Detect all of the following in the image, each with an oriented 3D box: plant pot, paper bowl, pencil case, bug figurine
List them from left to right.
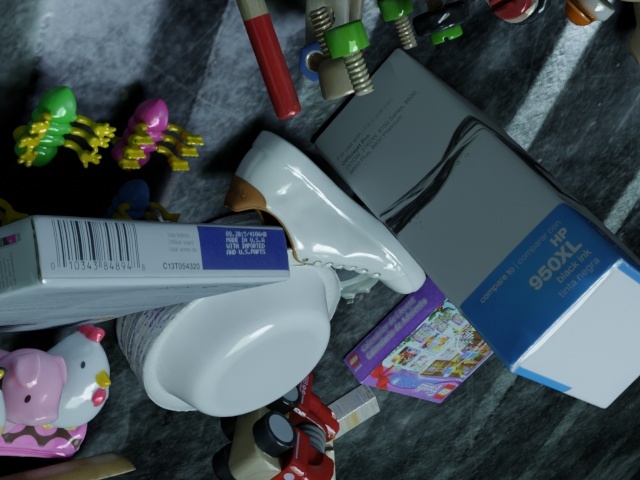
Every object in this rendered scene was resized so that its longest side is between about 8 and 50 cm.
[{"bbox_3d":[-0.371,0.217,1.278,0.095,0.098,0.209,-47,147,17],"label":"pencil case"},{"bbox_3d":[-0.358,0.308,1.379,0.236,0.032,0.236,-12,172,-2],"label":"plant pot"},{"bbox_3d":[-0.246,-0.062,1.062,0.279,0.072,0.216,0,138,-50],"label":"bug figurine"},{"bbox_3d":[-0.103,0.112,1.359,0.284,0.148,0.284,-26,148,-18],"label":"paper bowl"}]

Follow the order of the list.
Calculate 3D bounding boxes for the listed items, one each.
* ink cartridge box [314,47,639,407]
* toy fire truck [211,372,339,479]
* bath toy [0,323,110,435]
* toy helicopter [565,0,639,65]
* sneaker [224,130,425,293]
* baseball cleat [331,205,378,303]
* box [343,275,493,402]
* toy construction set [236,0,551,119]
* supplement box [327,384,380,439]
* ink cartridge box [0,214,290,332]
[{"bbox_3d":[0.214,-0.014,1.262,0.166,0.395,0.285,-48,145,13],"label":"ink cartridge box"},{"bbox_3d":[-0.029,0.310,1.544,0.246,0.217,0.158,38,119,-20],"label":"toy fire truck"},{"bbox_3d":[-0.336,0.148,1.121,0.129,0.151,0.348,-56,156,12],"label":"bath toy"},{"bbox_3d":[0.399,-0.310,1.315,0.235,0.140,0.355,-36,151,2],"label":"toy helicopter"},{"bbox_3d":[0.000,0.000,1.271,0.290,0.106,0.123,39,82,-28],"label":"sneaker"},{"bbox_3d":[0.055,0.016,1.458,0.072,0.109,0.206,9,158,-35],"label":"baseball cleat"},{"bbox_3d":[0.192,0.174,1.805,0.201,0.057,0.293,-46,147,13],"label":"box"},{"bbox_3d":[0.041,-0.272,0.978,0.309,0.257,0.237,-31,107,-39],"label":"toy construction set"},{"bbox_3d":[0.050,0.294,1.840,0.098,0.036,0.062,-31,147,-10],"label":"supplement box"},{"bbox_3d":[-0.257,0.040,1.083,0.330,0.071,0.324,-13,172,36],"label":"ink cartridge box"}]
